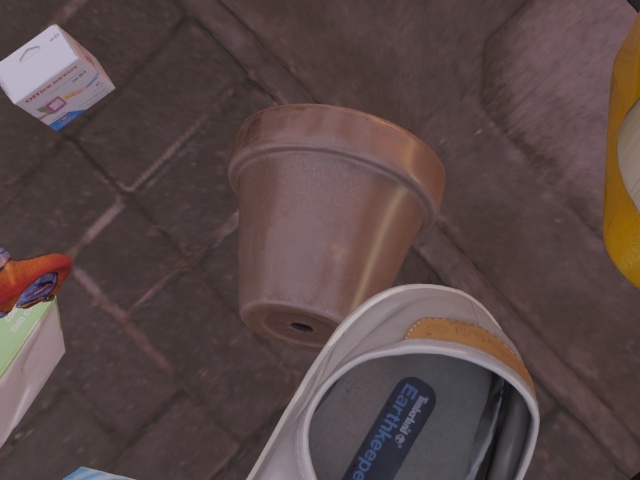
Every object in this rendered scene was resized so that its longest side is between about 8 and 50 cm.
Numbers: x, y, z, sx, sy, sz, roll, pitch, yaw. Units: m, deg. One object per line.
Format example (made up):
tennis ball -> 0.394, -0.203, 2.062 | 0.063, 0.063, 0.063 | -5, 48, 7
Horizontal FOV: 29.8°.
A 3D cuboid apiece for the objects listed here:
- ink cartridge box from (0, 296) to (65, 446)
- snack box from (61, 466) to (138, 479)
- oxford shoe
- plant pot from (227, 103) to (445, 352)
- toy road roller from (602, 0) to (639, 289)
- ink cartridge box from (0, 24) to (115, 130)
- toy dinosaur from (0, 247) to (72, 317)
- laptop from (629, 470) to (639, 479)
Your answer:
ink cartridge box -> -0.405, 0.031, 1.045 | 0.353, 0.207, 0.119 | 30, 69, 1
snack box -> -0.211, 0.279, 0.850 | 0.187, 0.322, 0.060 | 5, 115, 35
oxford shoe -> -0.010, 0.230, 0.669 | 0.169, 0.130, 0.449 | 27, 85, -10
plant pot -> 0.000, 0.000, 1.412 | 0.263, 0.263, 0.229 | 12, 66, 3
toy road roller -> 0.275, -0.097, 0.521 | 0.240, 0.329, 0.202 | 26, 136, -5
ink cartridge box -> -0.294, -0.179, 1.335 | 0.088, 0.122, 0.052 | -36, 76, 3
toy dinosaur -> -0.108, 0.022, 0.378 | 0.090, 0.082, 0.047 | 42, 125, 38
laptop -> 0.332, 0.289, 1.204 | 0.264, 0.234, 0.137 | -33, 120, -22
